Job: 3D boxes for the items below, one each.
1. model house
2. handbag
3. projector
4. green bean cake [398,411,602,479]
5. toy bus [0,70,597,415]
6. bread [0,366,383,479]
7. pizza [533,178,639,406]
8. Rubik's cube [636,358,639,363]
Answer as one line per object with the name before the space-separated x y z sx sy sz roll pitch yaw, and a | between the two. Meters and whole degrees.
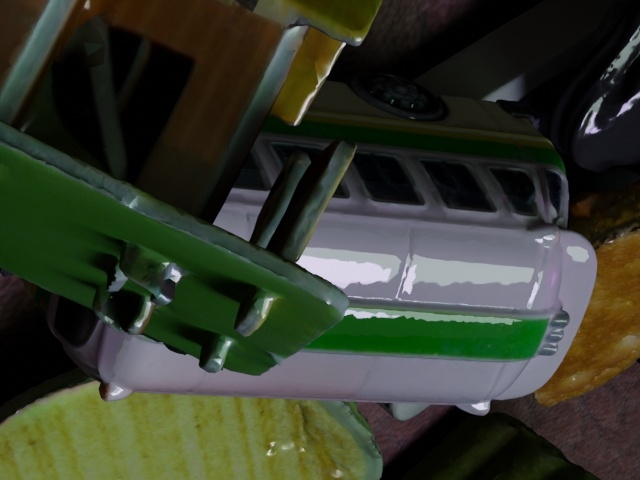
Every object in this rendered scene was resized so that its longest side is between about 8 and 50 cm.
model house | -0.072 -0.164 0.703 0.323 0.300 0.340 -66 -174 -16
handbag | 0.264 -0.113 1.257 0.332 0.075 0.191 15 112 -55
projector | 0.123 -0.036 1.302 0.259 0.079 0.257 -32 142 -25
green bean cake | 0.172 0.287 1.516 0.156 0.247 0.250 -38 145 -19
toy bus | 0.000 0.000 1.044 0.305 0.179 0.143 5 118 -29
bread | -0.107 0.152 1.173 0.301 0.045 0.301 -13 142 -10
pizza | 0.166 0.024 1.250 0.197 0.058 0.292 -3 147 -20
Rubik's cube | 0.437 0.066 1.617 0.250 0.246 0.248 16 109 -54
